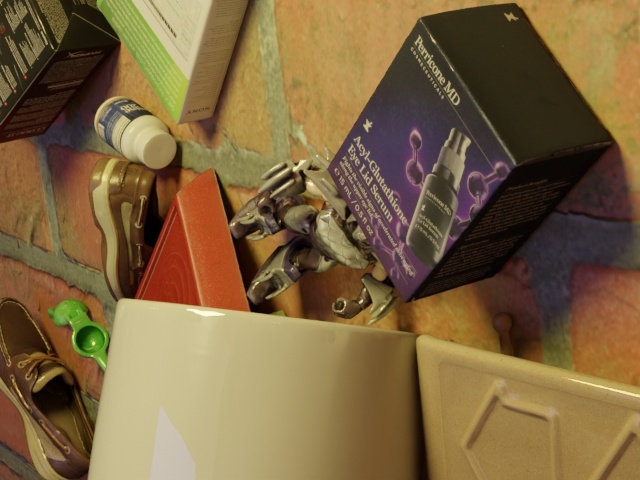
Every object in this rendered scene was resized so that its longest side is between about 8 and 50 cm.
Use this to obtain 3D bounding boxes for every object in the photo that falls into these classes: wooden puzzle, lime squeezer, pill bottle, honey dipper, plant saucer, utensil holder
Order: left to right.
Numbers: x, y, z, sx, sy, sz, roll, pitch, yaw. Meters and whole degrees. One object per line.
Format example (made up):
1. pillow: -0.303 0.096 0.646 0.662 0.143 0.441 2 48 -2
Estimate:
1. lime squeezer: -0.374 0.160 1.855 0.310 0.059 0.110 39 132 41
2. pill bottle: -0.236 -0.136 1.519 0.120 0.067 0.067 35 130 44
3. plant saucer: -0.167 0.085 1.430 0.259 0.047 0.258 -62 33 38
4. utensil holder: -0.065 0.262 1.110 0.327 0.327 0.385 -1 80 56
5. honey dipper: 0.171 0.144 1.060 0.030 0.030 0.161 0 101 56
6. wooden puzzle: 0.224 0.250 0.962 0.348 0.080 0.322 13 114 49

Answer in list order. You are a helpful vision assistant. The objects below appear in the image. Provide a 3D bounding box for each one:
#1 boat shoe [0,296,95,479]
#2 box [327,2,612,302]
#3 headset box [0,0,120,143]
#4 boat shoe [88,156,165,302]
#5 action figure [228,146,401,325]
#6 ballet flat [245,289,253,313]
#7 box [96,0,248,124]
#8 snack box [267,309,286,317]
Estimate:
1. boat shoe: -0.457 0.236 1.968 0.123 0.123 0.342 -37 71 41
2. box: 0.116 -0.071 0.985 0.153 0.108 0.207 60 145 23
3. headset box: -0.430 -0.286 1.659 0.293 0.110 0.218 -37 76 45
4. boat shoe: -0.233 0.004 1.548 0.257 0.095 0.095 85 -166 -50
5. action figure: 0.000 0.000 1.184 0.185 0.099 0.285 60 157 -10
6. ballet flat: -0.127 0.116 1.477 0.070 0.070 0.188 63 143 18
7. box: -0.161 -0.326 1.345 0.232 0.058 0.322 55 141 28
8. snack box: -0.060 0.160 1.403 0.100 0.037 0.141 62 145 22
